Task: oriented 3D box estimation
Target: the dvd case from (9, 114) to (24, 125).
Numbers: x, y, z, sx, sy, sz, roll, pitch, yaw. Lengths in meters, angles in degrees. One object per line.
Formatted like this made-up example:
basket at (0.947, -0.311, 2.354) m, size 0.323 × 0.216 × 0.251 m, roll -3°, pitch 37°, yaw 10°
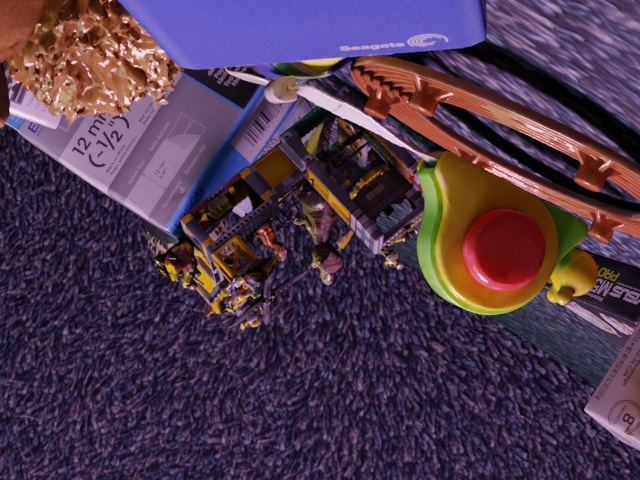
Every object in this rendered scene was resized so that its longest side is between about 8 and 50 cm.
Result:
dvd case at (-0.280, -0.218, 1.642) m, size 0.180 × 0.253 × 0.022 m, roll 32°, pitch 156°, yaw 15°

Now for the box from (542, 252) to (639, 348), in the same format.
box at (0.405, 0.115, 1.453) m, size 0.270 × 0.060 × 0.216 m, roll 35°, pitch 176°, yaw -23°

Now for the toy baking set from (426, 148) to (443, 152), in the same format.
toy baking set at (0.198, -0.046, 1.428) m, size 0.197 × 0.030 × 0.256 m, roll 30°, pitch 177°, yaw 10°

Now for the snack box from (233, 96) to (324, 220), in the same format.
snack box at (-0.080, -0.120, 1.721) m, size 0.070 × 0.174 × 0.207 m, roll 30°, pitch 177°, yaw 18°

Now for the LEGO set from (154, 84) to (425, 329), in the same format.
LEGO set at (0.000, 0.000, 1.446) m, size 0.192 × 0.331 × 0.255 m, roll 48°, pitch 160°, yaw 15°

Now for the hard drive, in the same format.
hard drive at (-0.025, -0.168, 0.687) m, size 0.210 × 0.040 × 0.318 m, roll -3°, pitch 169°, yaw 10°

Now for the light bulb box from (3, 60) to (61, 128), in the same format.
light bulb box at (-0.464, -0.313, 1.415) m, size 0.361 × 0.225 × 0.358 m, roll 19°, pitch -173°, yaw -32°

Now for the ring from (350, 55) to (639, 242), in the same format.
ring at (0.170, -0.063, 1.064) m, size 0.337 × 0.032 × 0.336 m, roll 27°, pitch 177°, yaw 1°

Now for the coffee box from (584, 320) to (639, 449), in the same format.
coffee box at (0.424, 0.174, 1.184) m, size 0.297 × 0.168 × 0.119 m, roll 30°, pitch 175°, yaw 42°

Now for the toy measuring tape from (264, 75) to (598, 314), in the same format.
toy measuring tape at (0.086, -0.020, 1.070) m, size 0.330 × 0.121 × 0.121 m, roll 26°, pitch 179°, yaw -12°

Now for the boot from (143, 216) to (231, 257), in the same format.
boot at (-0.229, -0.133, 1.852) m, size 0.377 × 0.138 × 0.284 m, roll -125°, pitch 18°, yaw -62°

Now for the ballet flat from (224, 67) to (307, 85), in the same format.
ballet flat at (-0.096, -0.218, 1.367) m, size 0.206 × 0.067 × 0.073 m, roll 32°, pitch 177°, yaw 26°

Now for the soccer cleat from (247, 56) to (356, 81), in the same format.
soccer cleat at (-0.014, -0.193, 0.977) m, size 0.121 × 0.093 × 0.289 m, roll 3°, pitch 172°, yaw 1°

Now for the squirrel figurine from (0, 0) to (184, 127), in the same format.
squirrel figurine at (-0.232, -0.229, 0.834) m, size 0.397 × 0.281 × 0.370 m, roll 13°, pitch -161°, yaw -45°

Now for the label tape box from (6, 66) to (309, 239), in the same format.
label tape box at (-0.227, -0.186, 1.505) m, size 0.348 × 0.249 × 0.115 m, roll 33°, pitch 177°, yaw 17°
